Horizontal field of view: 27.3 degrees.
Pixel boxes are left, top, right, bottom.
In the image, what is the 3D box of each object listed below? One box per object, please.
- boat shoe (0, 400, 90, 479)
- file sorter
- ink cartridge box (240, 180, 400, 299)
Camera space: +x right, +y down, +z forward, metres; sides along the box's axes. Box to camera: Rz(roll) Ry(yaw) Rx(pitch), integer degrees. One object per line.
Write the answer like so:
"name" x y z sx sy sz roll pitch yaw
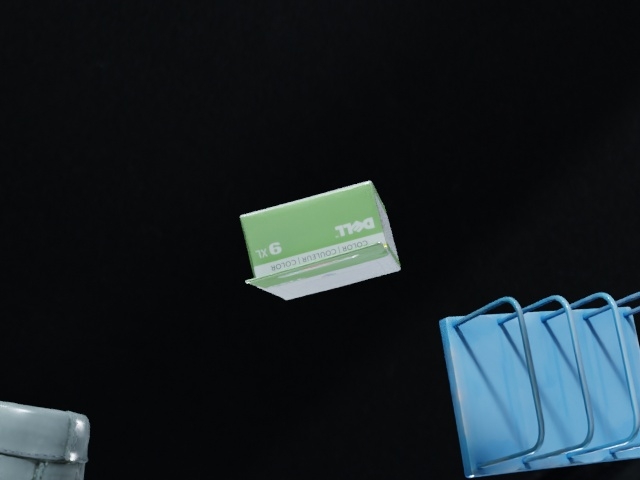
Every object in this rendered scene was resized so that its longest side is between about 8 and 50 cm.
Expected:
"boat shoe" -0.233 0.087 0.744 0.116 0.319 0.099 15 -84 -47
"file sorter" 0.194 0.100 0.961 0.170 0.118 0.104 -1 -16 -25
"ink cartridge box" 0.000 0.000 1.068 0.109 0.209 0.062 -15 -98 6
